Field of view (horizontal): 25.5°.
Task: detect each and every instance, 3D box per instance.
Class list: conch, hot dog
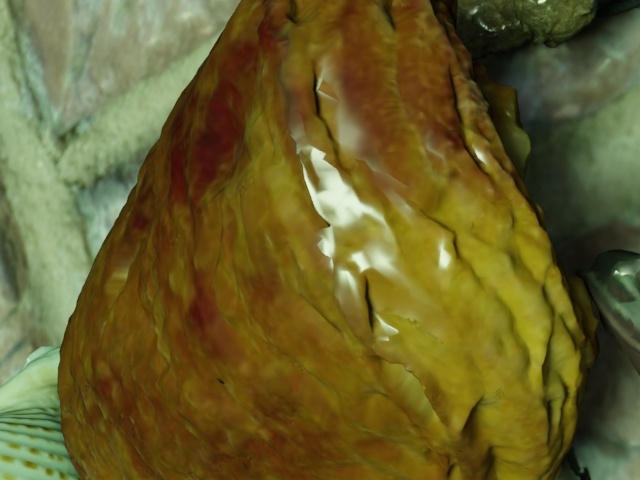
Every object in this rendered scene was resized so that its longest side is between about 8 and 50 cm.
[{"bbox_3d":[-0.183,0.163,0.824,0.200,0.172,0.131,-39,72,-23],"label":"conch"},{"bbox_3d":[-0.008,0.028,0.678,0.387,0.174,0.267,132,131,-56],"label":"hot dog"}]

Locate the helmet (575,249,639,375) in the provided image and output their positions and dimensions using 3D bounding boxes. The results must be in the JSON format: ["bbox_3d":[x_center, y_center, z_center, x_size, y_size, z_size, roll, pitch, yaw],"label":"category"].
[{"bbox_3d":[0.263,0.021,0.522,0.271,0.338,0.197,-30,89,-23],"label":"helmet"}]

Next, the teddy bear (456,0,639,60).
[{"bbox_3d":[0.144,-0.172,0.720,0.251,0.129,0.182,168,114,-68],"label":"teddy bear"}]
